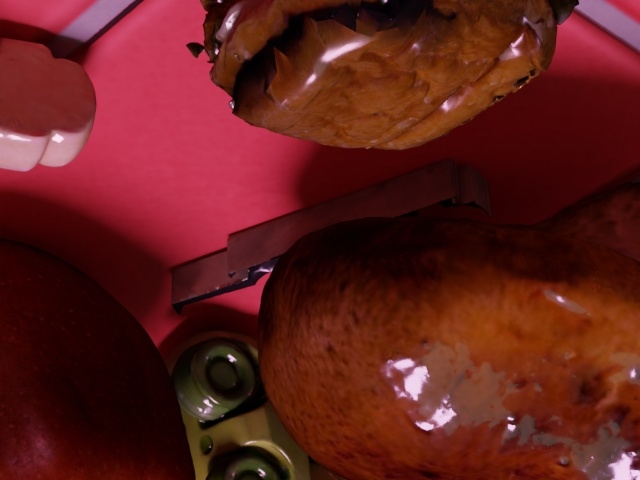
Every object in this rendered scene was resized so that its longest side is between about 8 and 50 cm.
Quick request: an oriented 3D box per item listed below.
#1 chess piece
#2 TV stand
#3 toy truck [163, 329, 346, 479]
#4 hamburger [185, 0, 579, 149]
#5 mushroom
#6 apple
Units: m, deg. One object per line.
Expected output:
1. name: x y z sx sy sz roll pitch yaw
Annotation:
1. chess piece: -0.322 -0.107 1.010 0.397 0.117 0.117 9 144 -21
2. TV stand: 0.000 0.000 1.251 0.249 0.036 0.042 -19 144 22
3. toy truck: -0.043 0.175 1.371 0.210 0.187 0.148 18 146 -28
4. hamburger: 0.031 -0.117 1.006 0.206 0.130 0.183 21 141 -35
5. mushroom: 0.132 0.062 1.183 0.345 0.260 0.345 16 164 5
6. apple: -0.235 0.158 1.217 0.288 0.317 0.288 -18 134 -20
